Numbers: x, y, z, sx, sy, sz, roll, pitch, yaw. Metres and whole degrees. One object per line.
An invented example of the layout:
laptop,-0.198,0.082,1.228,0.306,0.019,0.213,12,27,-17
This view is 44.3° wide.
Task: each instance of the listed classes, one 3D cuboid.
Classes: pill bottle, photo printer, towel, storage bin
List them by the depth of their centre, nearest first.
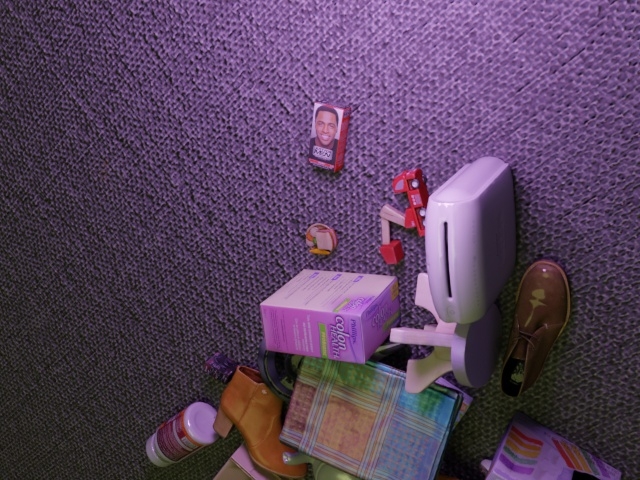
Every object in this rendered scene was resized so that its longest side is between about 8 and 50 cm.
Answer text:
photo printer,0.287,-0.001,1.492,0.107,0.307,0.256,3,110,27
towel,0.102,0.399,1.740,0.370,0.040,0.271,18,99,19
storage bin,-0.175,0.704,2.136,0.260,0.123,0.262,41,122,8
pill bottle,-0.383,0.543,2.181,0.221,0.121,0.121,-37,90,34

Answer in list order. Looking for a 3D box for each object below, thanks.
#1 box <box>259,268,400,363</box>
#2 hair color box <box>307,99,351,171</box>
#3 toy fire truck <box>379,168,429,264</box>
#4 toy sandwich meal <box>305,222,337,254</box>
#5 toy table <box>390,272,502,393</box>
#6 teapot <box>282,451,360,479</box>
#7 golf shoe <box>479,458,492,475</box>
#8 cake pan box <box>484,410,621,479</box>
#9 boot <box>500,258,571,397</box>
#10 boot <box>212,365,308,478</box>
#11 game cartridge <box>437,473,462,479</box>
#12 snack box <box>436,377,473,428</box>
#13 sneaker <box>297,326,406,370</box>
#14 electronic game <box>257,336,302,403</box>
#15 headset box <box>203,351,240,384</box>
box,0.026,0.163,1.752,0.243,0.213,0.117,3,111,27
hair color box,0.018,-0.226,1.701,0.072,0.043,0.141,18,116,22
toy fire truck,0.177,-0.051,1.685,0.135,0.047,0.192,-10,104,32
toy sandwich meal,0.000,0.000,1.810,0.085,0.029,0.085,10,114,24
toy table,0.262,0.199,1.615,0.161,0.274,0.252,6,77,28
teapot,0.083,0.569,1.904,0.256,0.187,0.252,-21,99,32
golf shoe,0.449,0.525,1.772,0.186,0.086,0.067,13,159,38
cake pan box,0.485,0.502,1.627,0.267,0.246,0.070,31,122,15
boot,0.433,0.188,1.607,0.112,0.115,0.305,18,116,23
boot,-0.126,0.466,2.029,0.295,0.104,0.211,30,112,5
game cartridge,0.306,0.685,1.795,0.324,0.052,0.285,18,100,-5
snack box,0.265,0.365,1.812,0.141,0.037,0.100,33,123,12
sneaker,0.084,0.274,1.829,0.271,0.100,0.108,-24,111,20
electronic game,-0.044,0.301,1.931,0.229,0.048,0.229,4,104,14
headset box,-0.263,0.334,2.067,0.083,0.062,0.032,29,121,16
